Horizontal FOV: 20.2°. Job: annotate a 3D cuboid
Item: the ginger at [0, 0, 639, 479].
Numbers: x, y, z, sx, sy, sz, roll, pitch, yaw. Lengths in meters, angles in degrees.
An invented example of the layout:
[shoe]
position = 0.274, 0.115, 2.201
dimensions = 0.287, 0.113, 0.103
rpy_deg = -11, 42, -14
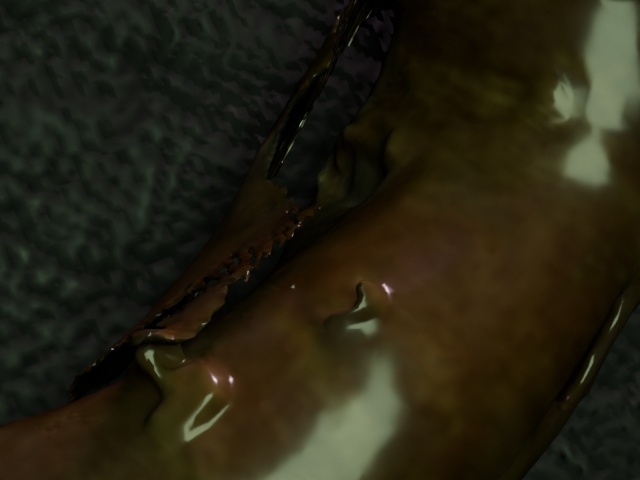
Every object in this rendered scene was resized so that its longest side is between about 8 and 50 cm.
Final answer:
[ginger]
position = 0.012, 0.005, 0.442
dimensions = 0.133, 0.107, 0.309
rpy_deg = 40, 73, -25
